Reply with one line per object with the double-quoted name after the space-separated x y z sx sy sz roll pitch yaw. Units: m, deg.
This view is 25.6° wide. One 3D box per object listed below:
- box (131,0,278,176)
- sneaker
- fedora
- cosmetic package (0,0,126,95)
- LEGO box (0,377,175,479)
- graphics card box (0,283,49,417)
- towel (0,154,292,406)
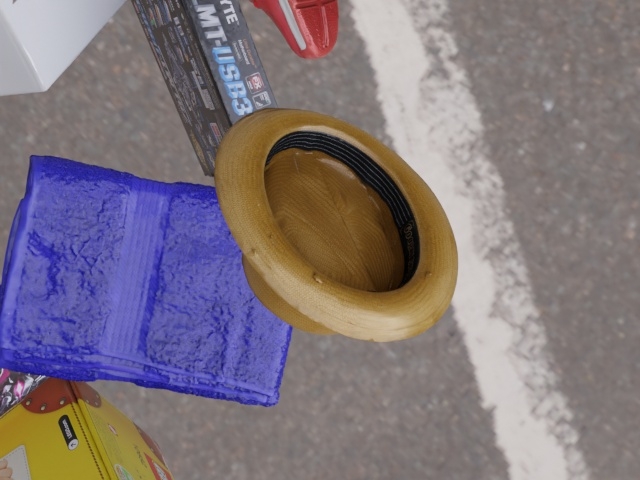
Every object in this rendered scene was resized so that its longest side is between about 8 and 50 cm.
-0.144 -0.221 1.786 0.073 0.293 0.295 -24 100 -13 "box"
-0.071 -0.268 1.385 0.087 0.128 0.221 -18 88 -55 "sneaker"
0.000 0.000 0.954 0.194 0.194 0.079 2 143 -34 "fedora"
-0.504 -0.299 1.821 0.230 0.453 0.161 -59 136 -42 "cosmetic package"
-0.276 0.429 1.393 0.372 0.500 0.193 -39 132 3 "LEGO box"
-0.497 0.195 2.162 0.371 0.094 0.233 -39 156 -4 "graphics card box"
-0.169 0.049 1.443 0.308 0.076 0.228 10 101 -11 "towel"
